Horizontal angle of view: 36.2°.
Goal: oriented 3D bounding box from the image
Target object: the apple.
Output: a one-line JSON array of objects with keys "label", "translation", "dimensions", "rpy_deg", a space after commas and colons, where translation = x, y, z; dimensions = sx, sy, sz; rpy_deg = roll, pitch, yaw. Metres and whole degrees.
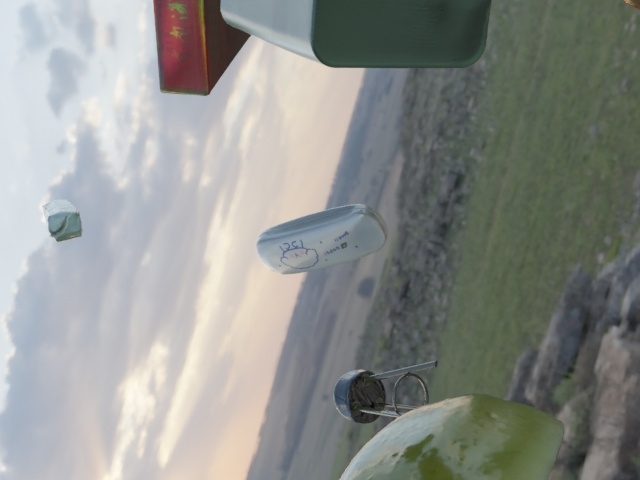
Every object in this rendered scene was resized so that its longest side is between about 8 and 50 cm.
[{"label": "apple", "translation": [0.152, 0.360, 1.244], "dimensions": [0.360, 0.320, 0.312], "rpy_deg": [-45, -53, -48]}]

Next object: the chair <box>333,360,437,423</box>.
[{"label": "chair", "translation": [0.128, 0.271, 1.670], "dimensions": [0.221, 0.095, 0.104], "rpy_deg": [-7, 51, 47]}]

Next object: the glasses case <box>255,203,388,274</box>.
[{"label": "glasses case", "translation": [0.000, 0.000, 1.370], "dimensions": [0.076, 0.197, 0.049], "rpy_deg": [58, -149, -32]}]

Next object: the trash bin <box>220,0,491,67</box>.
[{"label": "trash bin", "translation": [0.033, -0.295, 1.146], "dimensions": [0.343, 0.223, 0.158], "rpy_deg": [-131, 42, -59]}]

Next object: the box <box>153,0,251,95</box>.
[{"label": "box", "translation": [-0.182, -0.387, 1.590], "dimensions": [0.313, 0.089, 0.197], "rpy_deg": [-69, -18, -57]}]

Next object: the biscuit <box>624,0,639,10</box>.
[{"label": "biscuit", "translation": [0.382, -0.444, 1.346], "dimensions": [0.076, 0.368, 0.394], "rpy_deg": [-52, 6, 37]}]

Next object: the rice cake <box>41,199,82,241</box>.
[{"label": "rice cake", "translation": [-0.360, -0.029, 1.363], "dimensions": [0.245, 0.045, 0.042], "rpy_deg": [-161, 59, -73]}]
